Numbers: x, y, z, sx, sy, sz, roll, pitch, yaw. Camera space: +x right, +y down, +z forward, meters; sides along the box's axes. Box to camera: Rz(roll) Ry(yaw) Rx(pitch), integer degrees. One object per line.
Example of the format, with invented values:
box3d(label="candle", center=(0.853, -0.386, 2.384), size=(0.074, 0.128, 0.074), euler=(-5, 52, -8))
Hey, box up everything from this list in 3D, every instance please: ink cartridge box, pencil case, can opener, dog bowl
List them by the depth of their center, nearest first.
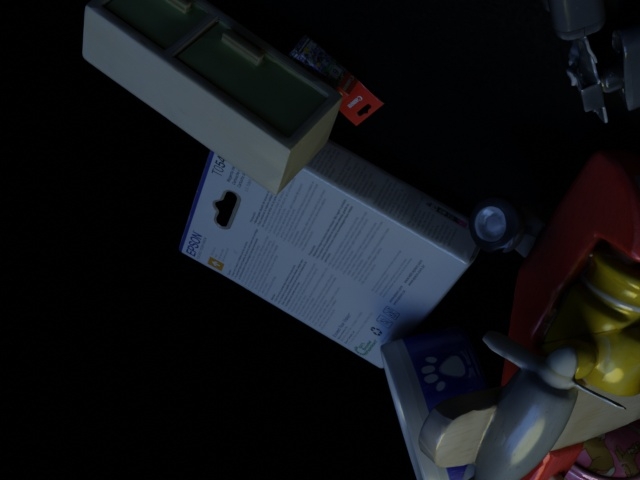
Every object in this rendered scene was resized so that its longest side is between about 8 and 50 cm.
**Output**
box3d(label="can opener", center=(0.235, -0.216, 0.924), size=(0.095, 0.076, 0.283), euler=(-17, 138, 7))
box3d(label="ink cartridge box", center=(0.006, -0.166, 1.193), size=(0.115, 0.029, 0.063), euler=(39, 146, -12))
box3d(label="dog bowl", center=(0.160, 0.242, 1.355), size=(0.104, 0.265, 0.265), euler=(-17, 136, -1))
box3d(label="ink cartridge box", center=(0.000, 0.000, 1.375), size=(0.330, 0.071, 0.324), euler=(31, 148, 1))
box3d(label="pencil case", center=(0.320, 0.323, 1.468), size=(0.167, 0.160, 0.386), euler=(19, 145, 2))

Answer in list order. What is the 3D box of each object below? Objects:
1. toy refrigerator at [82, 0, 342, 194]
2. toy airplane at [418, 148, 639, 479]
box3d(label="toy refrigerator", center=(-0.118, -0.178, 1.168), size=(0.269, 0.102, 0.094), euler=(36, 147, 10))
box3d(label="toy airplane", center=(0.272, 0.154, 1.088), size=(0.272, 0.386, 0.384), euler=(15, 146, 41))
